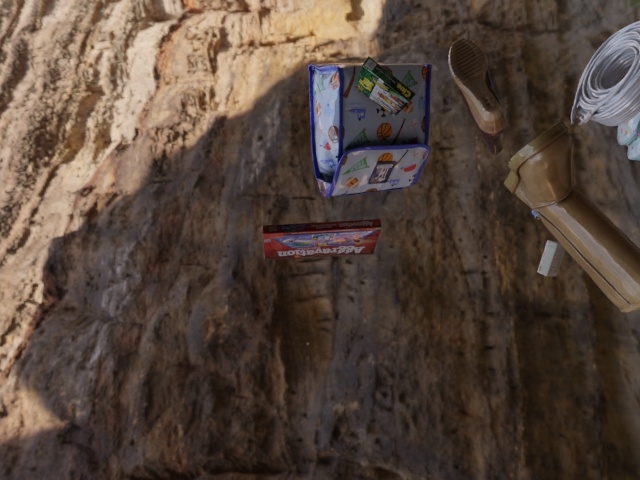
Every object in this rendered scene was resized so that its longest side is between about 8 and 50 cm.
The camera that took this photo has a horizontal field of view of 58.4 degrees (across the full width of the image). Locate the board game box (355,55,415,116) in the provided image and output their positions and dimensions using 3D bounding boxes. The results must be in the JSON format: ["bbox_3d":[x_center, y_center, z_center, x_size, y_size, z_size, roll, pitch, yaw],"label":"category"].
[{"bbox_3d":[0.151,-0.365,1.386,0.030,0.136,0.260,-50,2,4],"label":"board game box"}]

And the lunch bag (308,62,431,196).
[{"bbox_3d":[0.150,-0.329,1.712,0.327,0.239,0.386,-8,-69,-24],"label":"lunch bag"}]

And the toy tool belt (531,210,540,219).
[{"bbox_3d":[0.656,-0.088,1.711,0.051,0.052,0.083,-54,7,-21],"label":"toy tool belt"}]

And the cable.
[{"bbox_3d":[0.755,-0.412,1.425,0.257,0.089,0.257,-33,34,64],"label":"cable"}]

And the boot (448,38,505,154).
[{"bbox_3d":[0.389,-0.353,1.427,0.207,0.090,0.248,45,-153,-65],"label":"boot"}]

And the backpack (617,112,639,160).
[{"bbox_3d":[1.033,-0.344,1.807,0.166,0.144,0.188,104,172,-69],"label":"backpack"}]

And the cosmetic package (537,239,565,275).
[{"bbox_3d":[0.772,0.060,1.911,0.060,0.041,0.115,6,-75,-37],"label":"cosmetic package"}]

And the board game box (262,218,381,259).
[{"bbox_3d":[0.000,0.000,1.406,0.145,0.281,0.027,97,168,-63],"label":"board game box"}]

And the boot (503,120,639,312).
[{"bbox_3d":[0.391,-0.028,0.823,0.269,0.089,0.236,53,-174,16],"label":"boot"}]
